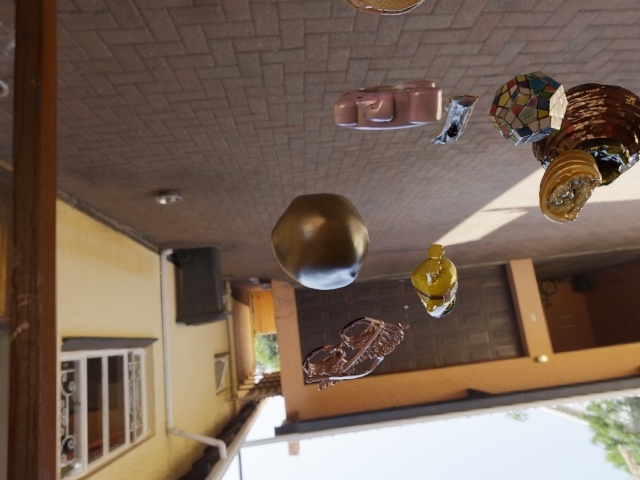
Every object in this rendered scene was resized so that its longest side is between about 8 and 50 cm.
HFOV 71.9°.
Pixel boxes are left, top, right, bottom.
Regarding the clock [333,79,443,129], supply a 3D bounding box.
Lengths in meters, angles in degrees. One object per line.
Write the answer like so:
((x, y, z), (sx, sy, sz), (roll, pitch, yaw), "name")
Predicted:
((0.207, -0.424, 1.382), (0.321, 0.114, 0.296), (-1, -155, 9), "clock")

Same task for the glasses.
((0.080, 0.257, 0.939), (0.255, 0.095, 0.162), (-35, 141, 14), "glasses")

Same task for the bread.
((0.473, -0.109, 0.851), (0.084, 0.120, 0.177), (23, -146, 16), "bread")

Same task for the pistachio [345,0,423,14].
((0.200, -0.801, 1.336), (0.308, 0.230, 0.230), (4, 173, 20), "pistachio")

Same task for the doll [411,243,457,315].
((0.366, 0.158, 1.416), (0.145, 0.200, 0.363), (10, 149, 24), "doll")

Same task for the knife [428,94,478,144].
((0.342, -0.302, 1.147), (0.089, 0.043, 0.365), (-11, 176, 8), "knife")

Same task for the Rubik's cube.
((0.320, -0.202, 0.682), (0.111, 0.093, 0.111), (-12, 171, -2), "Rubik's cube")

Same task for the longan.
((0.000, 0.000, 1.237), (0.287, 0.289, 0.350), (-5, 170, -7), "longan")

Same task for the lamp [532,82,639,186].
((0.600, -0.228, 0.981), (0.246, 0.247, 0.247), (-6, 168, -1), "lamp")
